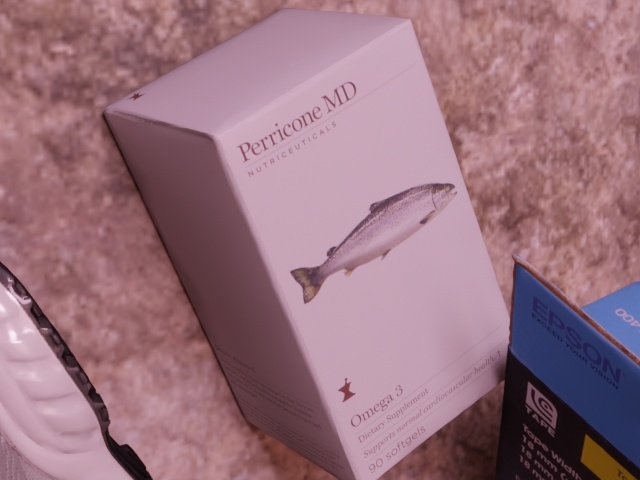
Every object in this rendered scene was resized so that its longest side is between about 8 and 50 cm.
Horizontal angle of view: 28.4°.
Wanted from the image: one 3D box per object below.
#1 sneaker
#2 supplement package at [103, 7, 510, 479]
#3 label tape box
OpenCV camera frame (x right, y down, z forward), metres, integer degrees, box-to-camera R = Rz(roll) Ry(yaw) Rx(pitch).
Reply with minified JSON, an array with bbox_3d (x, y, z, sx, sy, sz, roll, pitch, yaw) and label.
[{"bbox_3d":[-0.115,0.126,0.535,0.108,0.100,0.271,-36,113,-13],"label":"sneaker"},{"bbox_3d":[0.000,0.000,0.567,0.105,0.105,0.179,-34,118,-22],"label":"supplement package"},{"bbox_3d":[0.196,0.148,0.576,0.106,0.240,0.334,-35,148,-21],"label":"label tape box"}]
